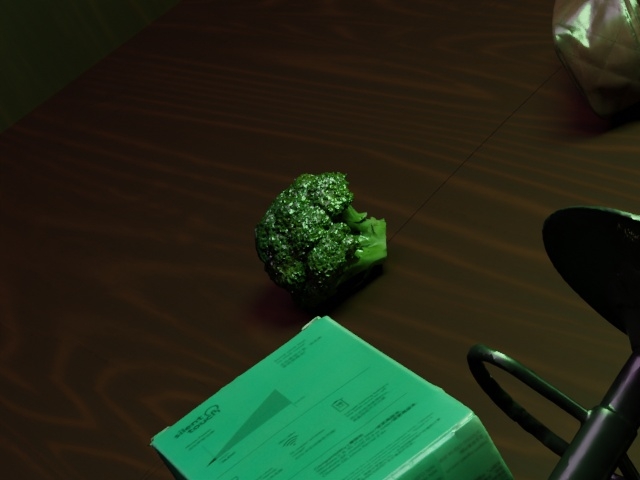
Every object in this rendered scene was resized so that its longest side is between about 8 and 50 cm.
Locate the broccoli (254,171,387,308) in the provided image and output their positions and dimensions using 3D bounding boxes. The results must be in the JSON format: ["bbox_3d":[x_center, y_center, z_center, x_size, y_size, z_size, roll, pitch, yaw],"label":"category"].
[{"bbox_3d":[0.000,0.000,1.987,0.137,0.146,0.162,1,3,-6],"label":"broccoli"}]

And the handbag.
[{"bbox_3d":[0.333,-0.236,2.029,0.135,0.146,0.225,-24,22,22],"label":"handbag"}]

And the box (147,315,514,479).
[{"bbox_3d":[0.009,0.197,1.581,0.205,0.118,0.311,-34,24,-13],"label":"box"}]

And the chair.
[{"bbox_3d":[0.141,0.198,1.221,0.226,0.226,0.401,8,60,56],"label":"chair"}]
